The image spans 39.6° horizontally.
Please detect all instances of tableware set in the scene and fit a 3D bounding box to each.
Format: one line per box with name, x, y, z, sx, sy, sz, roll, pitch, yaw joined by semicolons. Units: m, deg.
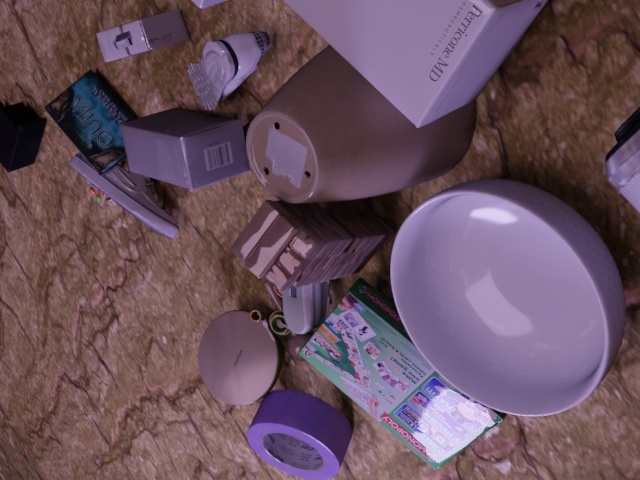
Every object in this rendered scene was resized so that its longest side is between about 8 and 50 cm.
tableware set;-0.062;0.113;1.630;0.154;0.024;0.104;-32;87;24

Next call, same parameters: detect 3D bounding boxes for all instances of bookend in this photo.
bookend;-0.716;-0.269;2.040;0.157;0.072;0.156;48;136;13

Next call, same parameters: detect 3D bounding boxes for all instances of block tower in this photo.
block tower;0.000;0.000;1.314;0.091;0.335;0.097;44;110;16

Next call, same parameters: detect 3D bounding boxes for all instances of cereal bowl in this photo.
cereal bowl;0.271;0.066;1.241;0.339;0.141;0.339;22;125;34

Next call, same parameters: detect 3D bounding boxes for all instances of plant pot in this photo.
plant pot;0.036;-0.159;1.239;0.256;0.274;0.256;21;125;34

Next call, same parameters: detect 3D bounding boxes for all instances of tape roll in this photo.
tape roll;-0.040;0.373;1.702;0.189;0.080;0.189;15;141;13

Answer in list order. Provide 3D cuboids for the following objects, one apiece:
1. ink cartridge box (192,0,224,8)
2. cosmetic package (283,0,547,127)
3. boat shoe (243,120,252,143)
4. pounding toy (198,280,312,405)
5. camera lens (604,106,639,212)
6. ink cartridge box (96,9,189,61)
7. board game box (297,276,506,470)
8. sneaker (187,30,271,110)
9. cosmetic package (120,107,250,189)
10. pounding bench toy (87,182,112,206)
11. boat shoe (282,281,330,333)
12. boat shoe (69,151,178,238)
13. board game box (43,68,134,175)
ink cartridge box;-0.095;-0.487;1.226;0.121;0.211;0.289;44;137;14
cosmetic package;0.080;-0.343;1.114;0.365;0.155;0.197;46;134;16
boat shoe;-0.078;-0.137;1.517;0.178;0.060;0.064;45;136;16
pounding toy;-0.117;0.212;1.742;0.237;0.110;0.183;-39;71;18
camera lens;0.459;-0.062;0.933;0.274;0.219;0.219;50;137;10
ink cartridge box;-0.317;-0.365;1.586;0.135;0.099;0.056;-2;110;43
board game box;0.132;0.228;1.491;0.317;0.046;0.213;40;137;4
sneaker;-0.155;-0.287;1.496;0.090;0.095;0.235;60;158;-8
cosmetic package;-0.244;-0.167;1.582;0.238;0.127;0.107;20;125;47
pounding bench toy;-0.459;-0.104;1.893;0.052;0.065;0.083;46;136;14
boat shoe;-0.019;0.049;1.552;0.079;0.081;0.227;16;112;42
boat shoe;-0.382;-0.108;1.802;0.267;0.088;0.096;36;172;13
board game box;-0.448;-0.235;1.774;0.186;0.126;0.026;48;175;12
